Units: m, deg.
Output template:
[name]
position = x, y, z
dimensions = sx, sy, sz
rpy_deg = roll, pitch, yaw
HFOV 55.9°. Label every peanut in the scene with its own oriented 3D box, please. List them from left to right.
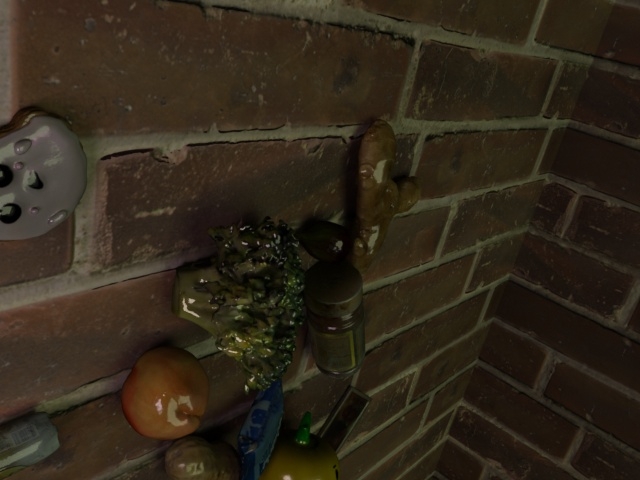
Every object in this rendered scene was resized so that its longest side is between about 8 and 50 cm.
[peanut]
position = -0.274, 0.543, 1.453
dimensions = 0.130, 0.130, 0.290
rpy_deg = -57, 146, -5

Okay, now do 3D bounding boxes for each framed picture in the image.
[framed picture]
position = 0.062, 0.645, 2.081
dimensions = 0.289, 0.020, 0.211
rpy_deg = -55, 146, -8

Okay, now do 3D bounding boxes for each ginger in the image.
[ginger]
position = 0.137, -0.085, 1.543
dimensions = 0.348, 0.122, 0.363
rpy_deg = -63, 158, -12

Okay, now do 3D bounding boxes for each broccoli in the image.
[broccoli]
position = -0.129, 0.116, 1.181
dimensions = 0.272, 0.324, 0.334
rpy_deg = -5, 107, -41

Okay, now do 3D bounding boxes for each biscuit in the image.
[biscuit]
position = -0.424, -0.080, 0.855
dimensions = 0.208, 0.049, 0.181
rpy_deg = -40, 141, -31

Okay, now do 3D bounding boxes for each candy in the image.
[candy]
position = -0.145, 0.473, 1.533
dimensions = 0.331, 0.077, 0.187
rpy_deg = -64, 160, -52

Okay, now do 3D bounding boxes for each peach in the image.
[peach]
position = -0.303, 0.303, 1.190
dimensions = 0.184, 0.184, 0.184
rpy_deg = -33, 138, -36

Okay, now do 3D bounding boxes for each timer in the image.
[timer]
position = -0.065, 0.607, 1.672
dimensions = 0.285, 0.285, 0.285
rpy_deg = -33, 138, -36

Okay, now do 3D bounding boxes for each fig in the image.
[fig]
position = 0.000, 0.000, 1.448
dimensions = 0.155, 0.103, 0.109
rpy_deg = 9, 153, -24

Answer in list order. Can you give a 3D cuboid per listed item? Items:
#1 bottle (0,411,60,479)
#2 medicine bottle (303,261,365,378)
[bottle]
position = -0.564, 0.365, 0.968
dimensions = 0.270, 0.083, 0.083
rpy_deg = -21, 130, -41
[medicine bottle]
position = 0.042, 0.220, 1.610
dimensions = 0.151, 0.151, 0.322
rpy_deg = -38, 141, -31
